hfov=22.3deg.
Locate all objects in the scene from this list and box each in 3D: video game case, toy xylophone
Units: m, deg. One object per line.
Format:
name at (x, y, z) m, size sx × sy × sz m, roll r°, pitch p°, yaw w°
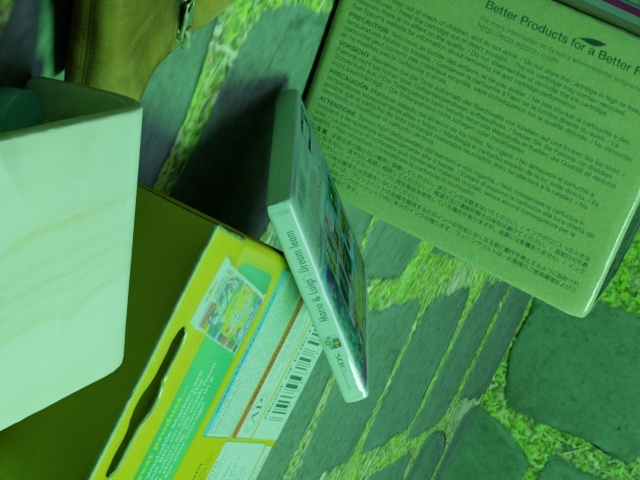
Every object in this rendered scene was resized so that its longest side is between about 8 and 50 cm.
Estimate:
video game case at (0.000, 0.000, 1.006) m, size 0.157 × 0.019 × 0.143 m, roll -88°, pitch 160°, yaw -61°
toy xylophone at (-0.158, 0.040, 0.606) m, size 0.323 × 0.081 × 0.236 m, roll -6°, pitch 105°, yaw -70°

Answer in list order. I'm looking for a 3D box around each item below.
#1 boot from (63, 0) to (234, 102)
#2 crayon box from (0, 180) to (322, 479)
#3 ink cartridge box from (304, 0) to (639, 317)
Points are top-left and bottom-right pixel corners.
boot at (-0.018, -0.208, 0.708) m, size 0.264 × 0.096 × 0.280 m, roll -54°, pitch 163°, yaw -30°
crayon box at (-0.092, 0.084, 0.973) m, size 0.203 × 0.083 × 0.323 m, roll -63°, pitch 165°, yaw -1°
ink cartridge box at (0.116, -0.089, 1.078) m, size 0.088 × 0.235 × 0.193 m, roll -33°, pitch 147°, yaw -62°
